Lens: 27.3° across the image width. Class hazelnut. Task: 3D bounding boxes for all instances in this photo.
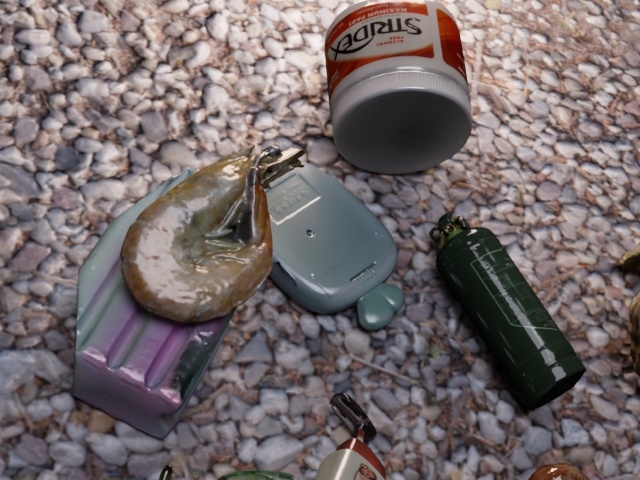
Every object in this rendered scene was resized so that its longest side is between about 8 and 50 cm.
[{"bbox_3d":[0.298,0.318,1.656,0.086,0.086,0.086,8,55,-12],"label":"hazelnut"}]

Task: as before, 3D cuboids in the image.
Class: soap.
[{"bbox_3d":[-0.200,0.063,1.654,0.192,0.109,0.324,27,54,0],"label":"soap"}]

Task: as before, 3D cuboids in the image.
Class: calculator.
[{"bbox_3d":[0.000,0.000,1.800,0.185,0.041,0.299,-32,70,-32],"label":"calculator"}]

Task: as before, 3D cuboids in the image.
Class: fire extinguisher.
[{"bbox_3d":[0.241,0.078,1.797,0.311,0.095,0.114,58,15,21],"label":"fire extinguisher"}]

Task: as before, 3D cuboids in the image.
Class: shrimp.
[{"bbox_3d":[-0.111,-0.016,1.632,0.317,0.077,0.168,-39,85,-30],"label":"shrimp"}]

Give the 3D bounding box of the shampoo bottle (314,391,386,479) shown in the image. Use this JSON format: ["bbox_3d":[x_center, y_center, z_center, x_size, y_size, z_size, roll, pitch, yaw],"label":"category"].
[{"bbox_3d":[0.033,0.310,1.560,0.153,0.071,0.284,39,32,-22],"label":"shampoo bottle"}]

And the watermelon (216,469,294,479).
[{"bbox_3d":[-0.080,0.333,1.551,0.097,0.121,0.158,1,100,1],"label":"watermelon"}]

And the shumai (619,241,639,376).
[{"bbox_3d":[0.547,0.091,1.854,0.314,0.267,0.262,40,17,-23],"label":"shumai"}]

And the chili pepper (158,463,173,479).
[{"bbox_3d":[-0.087,0.425,1.449,0.368,0.092,0.137,45,73,5],"label":"chili pepper"}]

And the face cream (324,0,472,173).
[{"bbox_3d":[0.110,-0.226,1.891,0.201,0.201,0.187,5,56,-14],"label":"face cream"}]
